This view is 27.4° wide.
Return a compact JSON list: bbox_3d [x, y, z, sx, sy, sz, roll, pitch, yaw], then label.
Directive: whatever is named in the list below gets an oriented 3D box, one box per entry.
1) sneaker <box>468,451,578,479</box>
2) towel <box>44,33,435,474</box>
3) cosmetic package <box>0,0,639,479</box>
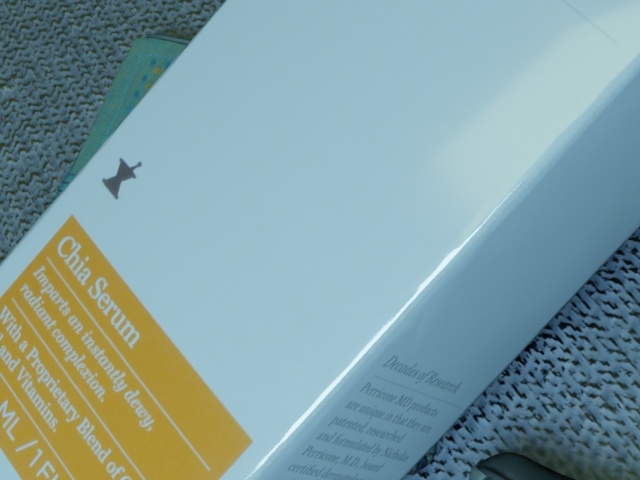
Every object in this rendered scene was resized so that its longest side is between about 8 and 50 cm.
[{"bbox_3d":[0.196,0.185,0.695,0.106,0.101,0.267,-37,48,-27],"label":"sneaker"},{"bbox_3d":[-0.040,-0.006,0.941,0.370,0.040,0.272,15,70,30],"label":"towel"},{"bbox_3d":[0.000,0.000,0.769,0.453,0.161,0.230,-48,60,8],"label":"cosmetic package"}]
